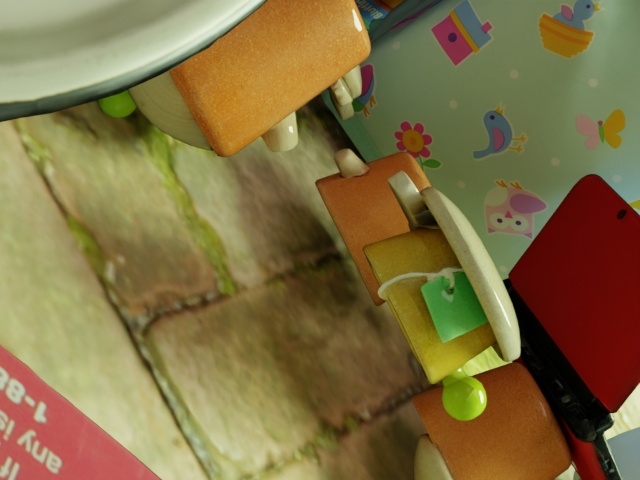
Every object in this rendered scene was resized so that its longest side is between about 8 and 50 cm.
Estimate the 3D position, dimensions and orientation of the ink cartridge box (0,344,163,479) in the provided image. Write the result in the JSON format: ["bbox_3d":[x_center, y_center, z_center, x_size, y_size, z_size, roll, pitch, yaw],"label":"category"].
[{"bbox_3d":[-0.119,0.211,0.237,0.279,0.160,0.385,46,32,-22],"label":"ink cartridge box"}]

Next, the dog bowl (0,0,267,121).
[{"bbox_3d":[-0.156,-0.225,0.364,0.408,0.150,0.408,2,87,-43],"label":"dog bowl"}]

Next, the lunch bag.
[{"bbox_3d":[0.169,-0.056,0.844,0.262,0.223,0.160,54,31,-13],"label":"lunch bag"}]

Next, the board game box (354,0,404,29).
[{"bbox_3d":[0.104,-0.199,0.884,0.160,0.210,0.047,30,42,-40],"label":"board game box"}]

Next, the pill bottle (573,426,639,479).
[{"bbox_3d":[0.214,0.204,0.798,0.112,0.112,0.187,29,43,-42],"label":"pill bottle"}]

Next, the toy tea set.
[{"bbox_3d":[0.000,0.000,0.691,0.336,0.124,0.200,63,0,11],"label":"toy tea set"}]

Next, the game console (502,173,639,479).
[{"bbox_3d":[0.148,0.057,0.735,0.124,0.085,0.144,63,1,-28],"label":"game console"}]
